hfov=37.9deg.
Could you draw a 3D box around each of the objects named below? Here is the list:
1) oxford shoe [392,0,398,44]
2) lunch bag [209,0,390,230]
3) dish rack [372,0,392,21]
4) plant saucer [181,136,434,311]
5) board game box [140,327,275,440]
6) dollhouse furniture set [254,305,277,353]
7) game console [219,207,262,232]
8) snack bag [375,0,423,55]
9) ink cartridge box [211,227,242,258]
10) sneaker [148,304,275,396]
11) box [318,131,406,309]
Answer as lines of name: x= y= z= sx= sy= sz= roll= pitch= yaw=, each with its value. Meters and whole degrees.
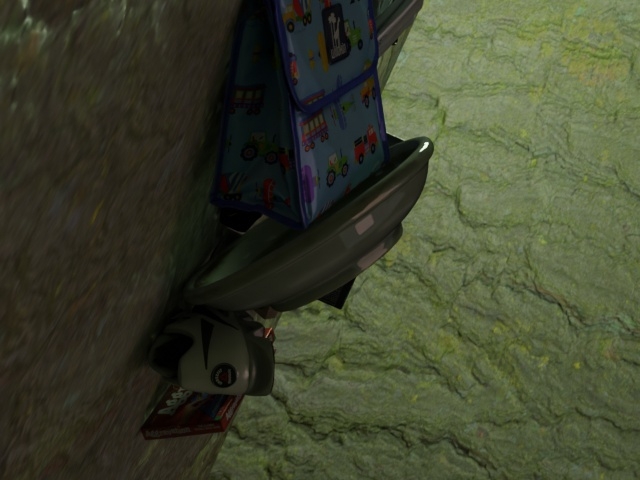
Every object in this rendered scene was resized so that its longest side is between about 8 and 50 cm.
oxford shoe: x=0.153 y=-0.511 z=1.869 sx=0.271 sy=0.098 sz=0.097 roll=110 pitch=6 yaw=-51
lunch bag: x=-0.019 y=-0.197 z=1.082 sx=0.221 sy=0.138 sz=0.293 roll=-40 pitch=139 yaw=-49
dish rack: x=0.126 y=-0.534 z=1.548 sx=0.333 sy=0.072 sz=0.285 roll=86 pitch=29 yaw=-83
plant saucer: x=0.000 y=0.000 z=1.286 sx=0.400 sy=0.100 sz=0.400 roll=-31 pitch=-171 yaw=6
board game box: x=-0.183 y=0.238 z=1.578 sx=0.281 sy=0.145 sz=0.027 roll=-61 pitch=135 yaw=-61
dollhouse furniture set: x=-0.152 y=0.132 z=1.506 sx=0.123 sy=0.144 sz=0.151 roll=-6 pitch=123 yaw=-47
game console: x=-0.057 y=-0.180 z=1.415 sx=0.213 sy=0.044 sz=0.361 roll=47 pitch=68 yaw=-88
snack bag: x=0.078 y=-0.325 z=1.700 sx=0.323 sy=0.037 sz=0.342 roll=-48 pitch=180 yaw=1
ink cartridge box: x=-0.153 y=0.035 z=1.491 sx=0.115 sy=0.029 sz=0.063 roll=107 pitch=8 yaw=-62
sneaker: x=-0.177 y=0.140 z=1.324 sx=0.330 sy=0.146 sz=0.122 roll=-165 pitch=-107 yaw=-72
box: x=0.036 y=-0.061 z=2.213 sx=0.395 sy=0.212 sz=0.293 roll=108 pitch=6 yaw=-65
